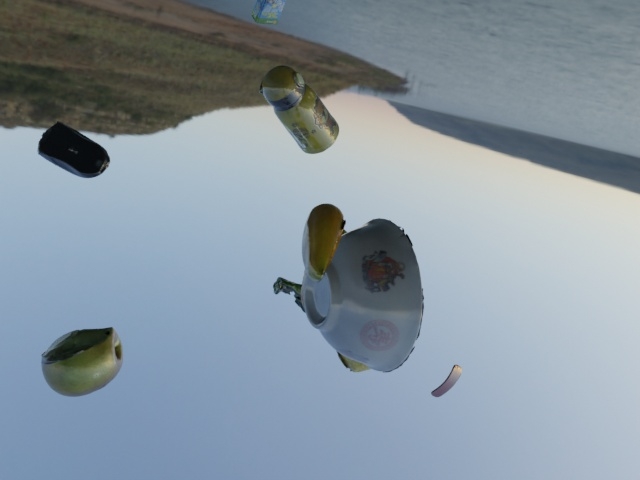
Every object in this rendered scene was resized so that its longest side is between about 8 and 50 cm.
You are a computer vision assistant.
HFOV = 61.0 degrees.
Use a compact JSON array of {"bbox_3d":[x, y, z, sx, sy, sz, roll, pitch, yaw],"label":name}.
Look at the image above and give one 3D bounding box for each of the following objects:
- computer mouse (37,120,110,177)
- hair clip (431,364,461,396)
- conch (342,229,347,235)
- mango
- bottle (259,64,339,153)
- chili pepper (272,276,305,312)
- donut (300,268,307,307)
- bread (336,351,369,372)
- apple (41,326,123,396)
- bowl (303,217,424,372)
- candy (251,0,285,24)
[{"bbox_3d":[-0.717,-0.257,1.593,0.217,0.122,0.073,30,167,-2],"label":"computer mouse"},{"bbox_3d":[0.432,0.484,1.851,0.054,0.137,0.022,38,-176,-37],"label":"hair clip"},{"bbox_3d":[0.024,0.023,1.999,0.187,0.181,0.124,34,171,11],"label":"conch"},{"bbox_3d":[0.000,0.000,1.003,0.066,0.101,0.187,22,-131,-16],"label":"mango"},{"bbox_3d":[-0.079,-0.468,1.925,0.172,0.171,0.351,25,168,36],"label":"bottle"},{"bbox_3d":[-0.065,0.203,1.965,0.253,0.099,0.083,35,-140,-34],"label":"chili pepper"},{"bbox_3d":[0.061,0.163,1.572,0.278,0.277,0.108,16,-127,9],"label":"donut"},{"bbox_3d":[0.157,0.378,1.932,0.171,0.197,0.197,-27,-169,11],"label":"bread"},{"bbox_3d":[-0.644,0.335,1.487,0.189,0.173,0.207,-7,159,2],"label":"apple"},{"bbox_3d":[0.060,0.118,1.184,0.157,0.345,0.345,2,-161,-25],"label":"bowl"},{"bbox_3d":[-0.191,-0.944,2.127,0.097,0.194,0.062,-12,-118,-35],"label":"candy"}]
